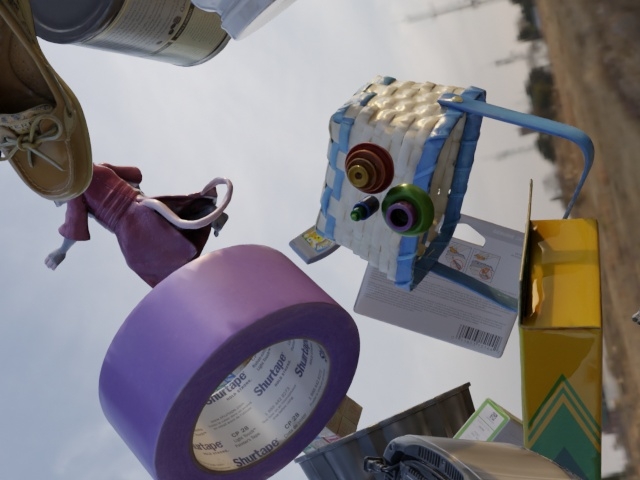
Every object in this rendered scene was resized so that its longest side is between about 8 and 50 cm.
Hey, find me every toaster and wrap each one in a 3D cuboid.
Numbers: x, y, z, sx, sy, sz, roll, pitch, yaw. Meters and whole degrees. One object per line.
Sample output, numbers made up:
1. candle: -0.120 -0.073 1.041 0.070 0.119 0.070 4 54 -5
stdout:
1. toaster: 0.147 0.250 0.903 0.227 0.146 0.129 -162 80 -65

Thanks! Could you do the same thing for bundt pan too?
1. bundt pan: 0.127 0.360 1.710 0.124 0.331 0.331 66 -166 11

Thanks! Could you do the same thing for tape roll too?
1. tape roll: -0.066 0.102 0.766 0.080 0.189 0.189 41 171 36

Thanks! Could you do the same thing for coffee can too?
1. coffee can: -0.268 -0.362 1.439 0.275 0.201 0.201 -3 -99 -60

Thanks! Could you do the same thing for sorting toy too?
1. sorting toy: 0.053 -0.038 0.910 0.102 0.061 0.042 50 -147 0

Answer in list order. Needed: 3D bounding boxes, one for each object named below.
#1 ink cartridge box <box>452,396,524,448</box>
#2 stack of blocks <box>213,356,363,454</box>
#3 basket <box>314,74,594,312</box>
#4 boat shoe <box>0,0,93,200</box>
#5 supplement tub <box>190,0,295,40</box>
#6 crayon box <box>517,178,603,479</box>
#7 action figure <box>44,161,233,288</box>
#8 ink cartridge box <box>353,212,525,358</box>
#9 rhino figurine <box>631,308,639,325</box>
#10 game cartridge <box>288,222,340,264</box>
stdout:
1. ink cartridge box: 0.233 0.351 1.542 0.109 0.209 0.062 36 -176 -41
2. stack of blocks: -0.086 0.290 1.909 0.297 0.171 0.087 40 -130 -26
3. basket: 0.152 -0.062 1.182 0.201 0.289 0.254 -43 -27 -47
4. boat shoe: -0.327 -0.162 1.066 0.089 0.105 0.285 -95 -15 -67
5. supplement tub: -0.118 -0.386 1.151 0.272 0.191 0.191 51 -160 -6
6. crayon box: 0.256 0.119 1.068 0.202 0.081 0.318 -69 -26 -54
7. action figure: -0.386 -0.053 1.947 0.248 0.370 0.275 -60 1 -32
8. ink cartridge box: 0.238 0.059 1.895 0.066 0.296 0.261 -67 -5 -67
9. rhino figurine: 0.423 0.081 1.103 0.243 0.073 0.106 -110 37 -76
10. game cartridge: 0.000 0.000 1.548 0.056 0.083 0.017 45 159 28
